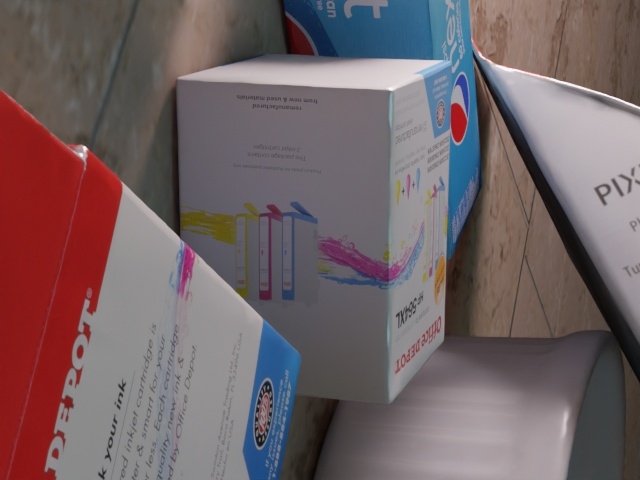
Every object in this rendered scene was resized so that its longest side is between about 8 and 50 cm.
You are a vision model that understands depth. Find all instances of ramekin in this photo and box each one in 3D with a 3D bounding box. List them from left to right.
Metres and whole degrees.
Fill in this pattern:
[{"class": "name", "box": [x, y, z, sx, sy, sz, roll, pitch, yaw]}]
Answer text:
[{"class": "ramekin", "box": [0.087, 0.182, 0.833, 0.277, 0.135, 0.277, 6, 90, -71]}]

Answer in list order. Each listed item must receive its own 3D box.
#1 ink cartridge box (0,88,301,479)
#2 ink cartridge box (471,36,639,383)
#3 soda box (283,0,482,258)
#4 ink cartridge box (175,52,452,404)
[{"class": "ink cartridge box", "box": [-0.083, 0.059, 0.398, 0.231, 0.078, 0.134, 52, 46, -63]}, {"class": "ink cartridge box", "box": [0.189, -0.010, 0.861, 0.385, 0.091, 0.308, 67, 8, 25]}, {"class": "soda box", "box": [0.029, -0.096, 0.692, 0.067, 0.071, 0.210, -60, 149, -49]}, {"class": "ink cartridge box", "box": [0.000, 0.000, 0.605, 0.092, 0.090, 0.143, -34, 126, -66]}]
